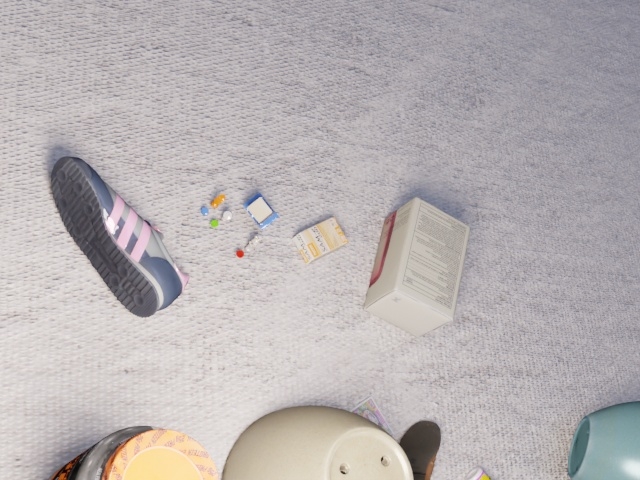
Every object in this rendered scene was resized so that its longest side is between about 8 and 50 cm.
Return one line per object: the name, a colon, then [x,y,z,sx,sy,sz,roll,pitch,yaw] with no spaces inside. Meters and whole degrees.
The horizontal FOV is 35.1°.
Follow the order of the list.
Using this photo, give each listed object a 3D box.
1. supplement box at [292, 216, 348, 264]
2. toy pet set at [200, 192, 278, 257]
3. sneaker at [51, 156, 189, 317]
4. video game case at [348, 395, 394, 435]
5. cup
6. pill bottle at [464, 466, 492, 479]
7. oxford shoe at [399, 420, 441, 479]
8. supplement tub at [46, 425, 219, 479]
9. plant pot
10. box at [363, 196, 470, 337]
supplement box: [0.000,0.000,2.035,0.098,0.036,0.062,-26,83,-37]
toy pet set: [-0.150,-0.043,1.963,0.114,0.065,0.122,-38,87,-3]
sneaker: [-0.354,-0.017,1.796,0.319,0.112,0.131,58,35,1]
video game case: [0.077,0.363,1.928,0.122,0.011,0.087,-28,85,-37]
cup: [0.025,0.424,1.718,0.331,0.237,0.331,11,65,-25]
pill bottle: [0.327,0.493,2.002,0.083,0.043,0.043,49,52,-4]
oxford shoe: [0.182,0.434,1.933,0.076,0.076,0.212,8,40,17]
supplement tub: [-0.288,0.393,1.481,0.207,0.338,0.207,14,61,-26]
plant pot: [0.626,0.454,2.085,0.195,0.290,0.290,16,58,2]
box: [0.200,0.056,2.076,0.148,0.127,0.232,28,56,-18]
